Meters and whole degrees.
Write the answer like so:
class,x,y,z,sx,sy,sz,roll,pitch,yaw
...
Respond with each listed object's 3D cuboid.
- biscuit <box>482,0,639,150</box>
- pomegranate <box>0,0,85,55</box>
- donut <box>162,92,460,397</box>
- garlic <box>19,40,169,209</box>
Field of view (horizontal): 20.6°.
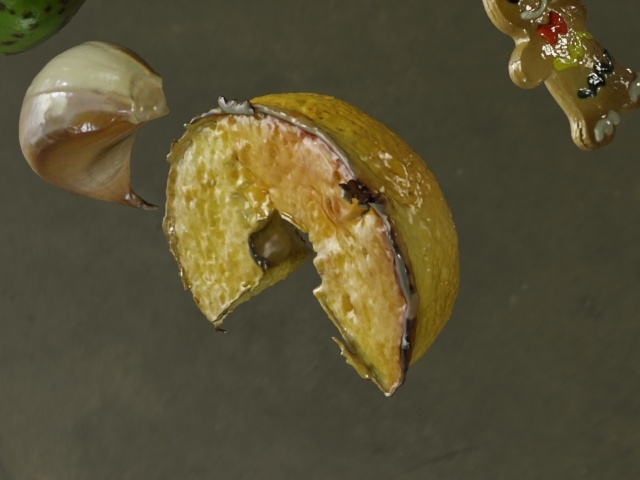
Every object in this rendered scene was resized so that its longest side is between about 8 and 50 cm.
class,x,y,z,sx,sy,sz,roll,pitch,yaw
biscuit,0.272,-0.217,1.985,0.240,0.035,0.158,46,51,-15
pomegranate,-0.319,-0.277,1.617,0.263,0.211,0.211,-9,69,-42
donut,-0.002,-0.011,0.913,0.181,0.146,0.078,18,34,42
garlic,-0.211,-0.111,1.591,0.128,0.206,0.115,-7,67,-12
